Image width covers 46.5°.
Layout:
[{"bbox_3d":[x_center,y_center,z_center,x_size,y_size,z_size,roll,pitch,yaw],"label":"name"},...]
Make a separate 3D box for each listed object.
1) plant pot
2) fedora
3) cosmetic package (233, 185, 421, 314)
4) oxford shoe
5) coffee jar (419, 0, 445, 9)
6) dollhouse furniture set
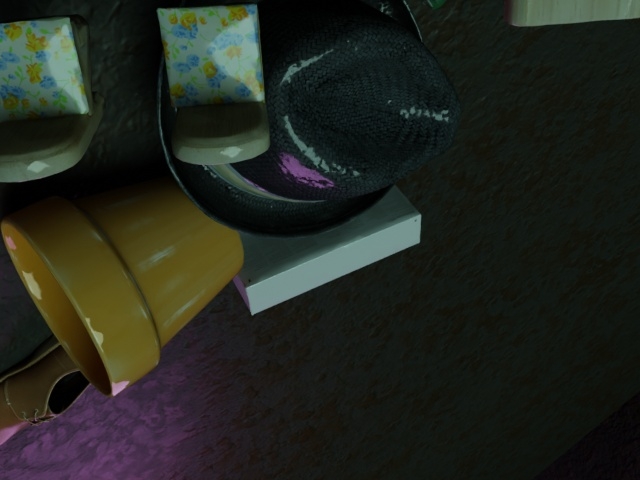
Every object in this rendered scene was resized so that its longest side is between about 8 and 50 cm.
[{"bbox_3d":[-0.191,0.024,0.774,0.188,0.205,0.205,-33,143,-28],"label":"plant pot"},{"bbox_3d":[0.018,-0.130,0.718,0.334,0.152,0.334,-13,114,-33],"label":"fedora"},{"bbox_3d":[0.000,0.000,0.942,0.239,0.099,0.060,-22,138,-15],"label":"cosmetic package"},{"bbox_3d":[-0.353,0.197,0.907,0.212,0.076,0.076,-42,142,10],"label":"oxford shoe"},{"bbox_3d":[0.149,-0.327,0.737,0.184,0.079,0.096,-44,148,12],"label":"coffee jar"},{"bbox_3d":[-0.054,-0.218,0.416,0.394,0.256,0.362,-5,117,-4],"label":"dollhouse furniture set"}]
